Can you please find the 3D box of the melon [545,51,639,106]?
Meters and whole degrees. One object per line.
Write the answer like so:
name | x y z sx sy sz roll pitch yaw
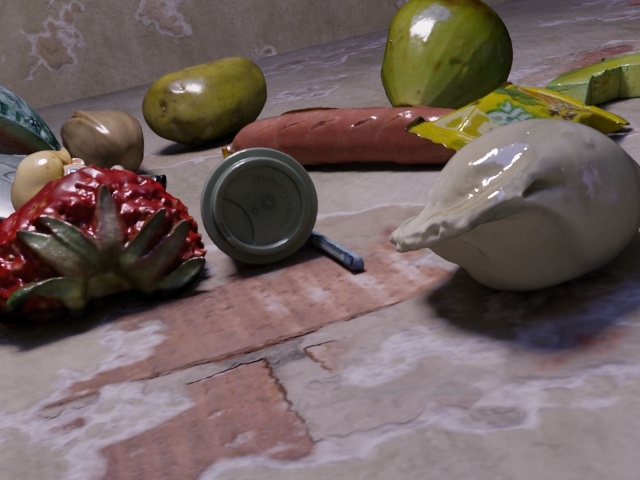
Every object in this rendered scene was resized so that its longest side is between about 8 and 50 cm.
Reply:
melon | 0.431 -0.232 1.347 0.210 0.064 0.118 -17 23 -10

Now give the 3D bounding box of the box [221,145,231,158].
box | -0.079 -0.152 1.482 0.156 0.022 0.089 7 22 45

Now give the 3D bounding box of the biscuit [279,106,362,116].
biscuit | 0.033 -0.191 1.461 0.212 0.036 0.212 -1 14 0

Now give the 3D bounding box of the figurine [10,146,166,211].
figurine | -0.303 -0.057 1.197 0.196 0.114 0.108 5 15 0

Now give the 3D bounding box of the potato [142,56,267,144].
potato | -0.211 -0.257 1.696 0.197 0.148 0.228 9 25 19

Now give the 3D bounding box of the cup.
cup | -0.071 -0.035 0.971 0.120 0.120 0.141 -15 4 -12

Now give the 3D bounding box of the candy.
candy | 0.249 -0.142 1.107 0.187 0.081 0.297 23 33 24

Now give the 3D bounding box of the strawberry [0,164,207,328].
strawberry | -0.262 -0.015 0.976 0.234 0.137 0.306 -19 20 -18

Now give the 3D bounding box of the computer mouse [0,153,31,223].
computer mouse | -0.517 -0.065 1.338 0.374 0.114 0.203 -3 18 24

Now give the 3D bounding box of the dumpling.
dumpling | 0.164 -0.023 0.752 0.252 0.131 0.179 -12 -9 -40

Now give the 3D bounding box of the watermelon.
watermelon | -0.570 -0.161 1.462 0.213 0.320 0.289 -54 -8 -2

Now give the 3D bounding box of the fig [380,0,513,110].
fig | 0.188 -0.288 1.437 0.207 0.207 0.230 4 23 42

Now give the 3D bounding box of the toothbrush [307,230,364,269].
toothbrush | 0.000 0.000 0.953 0.019 0.016 0.219 -8 14 -18

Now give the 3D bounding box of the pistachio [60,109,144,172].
pistachio | -0.362 -0.161 1.514 0.136 0.135 0.226 -20 18 -24

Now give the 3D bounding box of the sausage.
sausage | 0.031 -0.144 1.280 0.433 0.087 0.088 3 22 39
